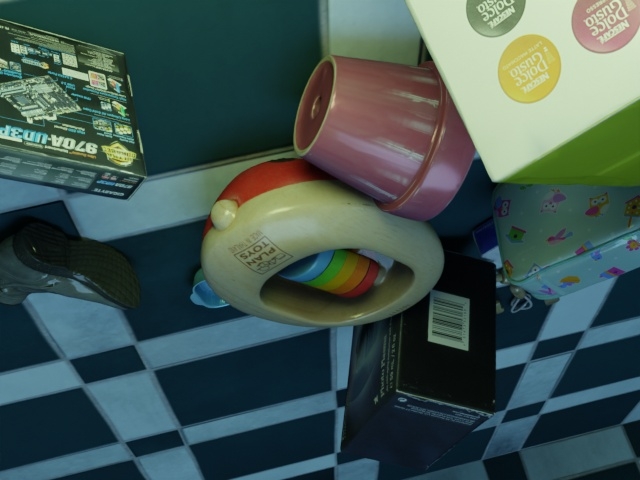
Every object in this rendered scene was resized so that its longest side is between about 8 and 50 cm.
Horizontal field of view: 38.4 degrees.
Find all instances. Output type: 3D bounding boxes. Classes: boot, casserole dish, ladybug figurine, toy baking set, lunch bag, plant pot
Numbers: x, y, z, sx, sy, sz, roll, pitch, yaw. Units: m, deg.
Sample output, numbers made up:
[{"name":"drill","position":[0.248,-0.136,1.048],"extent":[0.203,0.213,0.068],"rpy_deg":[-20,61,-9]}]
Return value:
[{"name":"boot","position":[-0.400,0.056,1.360],"extent":[0.161,0.083,0.246],"rpy_deg":[-24,145,28]},{"name":"casserole dish","position":[-0.128,0.058,1.523],"extent":[0.188,0.037,0.114],"rpy_deg":[-19,151,4]},{"name":"ladybug figurine","position":[0.000,0.000,1.354],"extent":[0.305,0.161,0.449],"rpy_deg":[-30,149,24]},{"name":"toy baking set","position":[0.390,0.105,1.877],"extent":[0.256,0.030,0.196],"rpy_deg":[-7,153,-15]},{"name":"lunch bag","position":[0.407,-0.050,1.415],"extent":[0.279,0.224,0.108],"rpy_deg":[-28,139,31]},{"name":"plant pot","position":[0.072,-0.140,1.136],"extent":[0.180,0.201,0.201],"rpy_deg":[15,141,-20]}]

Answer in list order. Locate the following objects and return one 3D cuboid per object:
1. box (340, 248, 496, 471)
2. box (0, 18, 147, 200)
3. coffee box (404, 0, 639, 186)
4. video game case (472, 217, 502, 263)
[{"name":"box","position":[0.169,0.212,1.630],"extent":[0.183,0.296,0.294],"rpy_deg":[15,145,-10]},{"name":"box","position":[-0.297,-0.141,0.948],"extent":[0.220,0.175,0.051],"rpy_deg":[9,143,-39]},{"name":"coffee box","position":[0.289,-0.262,0.773],"extent":[0.338,0.334,0.338],"rpy_deg":[-32,162,34]},{"name":"video game case","position":[0.446,-0.032,1.625],"extent":[0.269,0.061,0.244],"rpy_deg":[-34,145,30]}]
